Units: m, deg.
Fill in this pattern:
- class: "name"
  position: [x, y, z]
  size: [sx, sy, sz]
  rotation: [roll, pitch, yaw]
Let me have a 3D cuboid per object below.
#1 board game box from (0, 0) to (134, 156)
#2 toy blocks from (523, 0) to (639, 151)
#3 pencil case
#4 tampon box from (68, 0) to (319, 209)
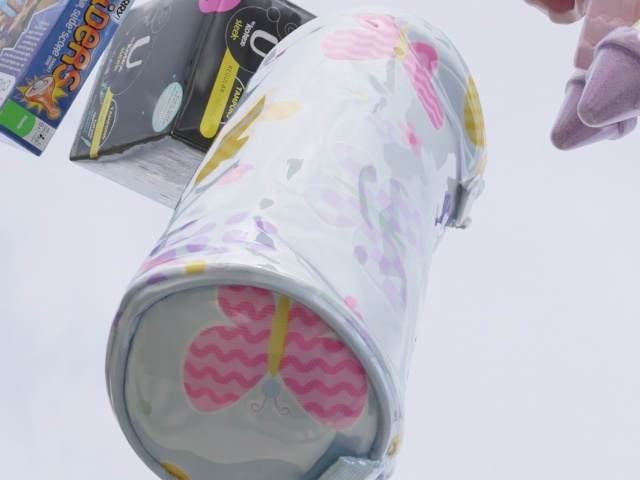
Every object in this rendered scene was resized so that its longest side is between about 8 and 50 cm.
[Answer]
- class: "board game box"
  position: [-0.183, -0.129, 1.030]
  size: [0.035, 0.136, 0.201]
  rotation: [35, -7, -32]
- class: "toy blocks"
  position: [0.212, -0.159, 0.977]
  size: [0.289, 0.260, 0.309]
  rotation: [24, -32, 49]
- class: "pencil case"
  position: [0.000, 0.000, 0.735]
  size: [0.113, 0.273, 0.124]
  rotation: [-31, -73, 27]
- class: "tampon box"
  position: [-0.079, -0.096, 1.170]
  size: [0.101, 0.120, 0.161]
  rotation: [25, -18, -28]
